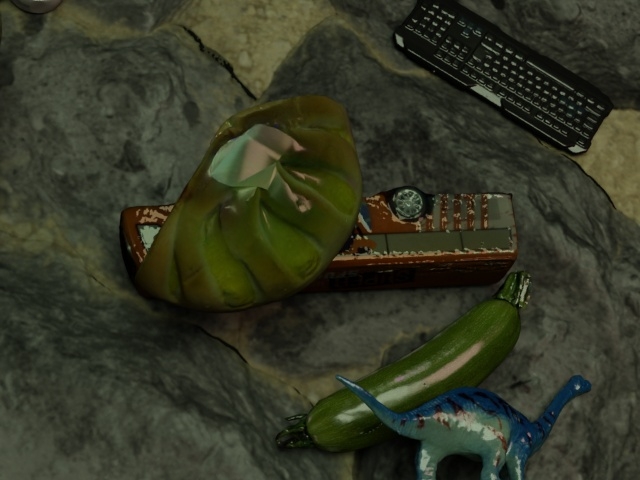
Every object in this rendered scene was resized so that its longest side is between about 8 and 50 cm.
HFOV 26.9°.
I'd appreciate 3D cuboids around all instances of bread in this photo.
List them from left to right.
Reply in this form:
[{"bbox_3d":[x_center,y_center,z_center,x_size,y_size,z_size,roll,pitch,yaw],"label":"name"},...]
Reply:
[{"bbox_3d":[-0.045,-0.033,1.254,0.156,0.158,0.260,31,72,-3],"label":"bread"}]

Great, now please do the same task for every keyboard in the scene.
[{"bbox_3d":[0.212,-0.197,1.555,0.262,0.016,0.106,32,63,5],"label":"keyboard"}]

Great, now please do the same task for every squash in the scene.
[{"bbox_3d":[0.103,0.139,1.344,0.318,0.071,0.080,-31,97,-19],"label":"squash"}]

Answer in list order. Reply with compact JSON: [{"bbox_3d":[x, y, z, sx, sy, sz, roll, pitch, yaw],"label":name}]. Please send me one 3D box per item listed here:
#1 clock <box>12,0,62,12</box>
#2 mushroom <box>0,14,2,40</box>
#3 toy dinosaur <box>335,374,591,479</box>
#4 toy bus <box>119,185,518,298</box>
[{"bbox_3d":[-0.347,-0.292,1.478,0.129,0.041,0.087,-9,71,-20],"label":"clock"},{"bbox_3d":[-0.475,-0.186,1.284,0.352,0.260,0.352,2,39,-2],"label":"mushroom"},{"bbox_3d":[0.160,0.199,1.296,0.329,0.076,0.144,4,68,-33],"label":"toy dinosaur"},{"bbox_3d":[0.000,0.000,1.380,0.409,0.093,0.092,-2,67,-11],"label":"toy bus"}]
